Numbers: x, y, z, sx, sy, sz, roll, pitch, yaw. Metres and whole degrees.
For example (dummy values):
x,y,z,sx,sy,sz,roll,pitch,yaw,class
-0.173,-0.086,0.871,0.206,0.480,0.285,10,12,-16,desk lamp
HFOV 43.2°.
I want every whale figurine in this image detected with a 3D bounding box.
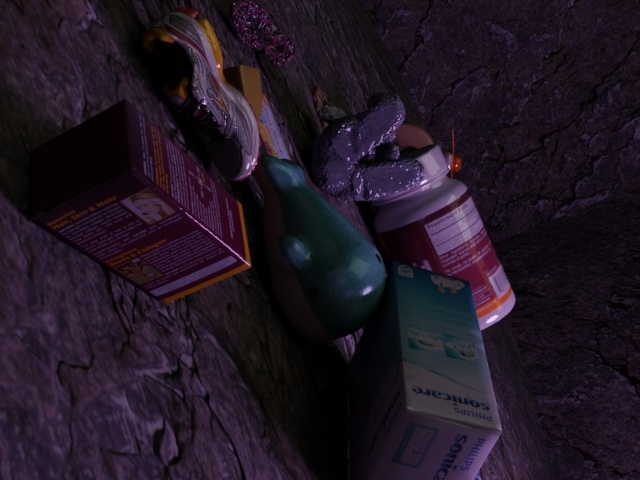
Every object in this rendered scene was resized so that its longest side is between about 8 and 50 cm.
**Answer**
x,y,z,sx,sy,sz,roll,pitch,yaw,class
0.000,0.000,1.122,0.272,0.141,0.216,71,17,6,whale figurine

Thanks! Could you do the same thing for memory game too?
x,y,z,sx,sy,sz,roll,pitch,yaw,class
0.029,-0.260,1.808,0.186,0.012,0.186,57,18,-31,memory game

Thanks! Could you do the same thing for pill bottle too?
x,y,z,sx,sy,sz,roll,pitch,yaw,class
0.251,0.004,1.777,0.392,0.224,0.224,64,16,-7,pill bottle

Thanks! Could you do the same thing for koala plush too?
x,y,z,sx,sy,sz,roll,pitch,yaw,class
0.058,-0.181,1.570,0.221,0.203,0.196,-129,-163,-66,koala plush

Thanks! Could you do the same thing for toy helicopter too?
x,y,z,sx,sy,sz,roll,pitch,yaw,class
0.252,-0.122,1.931,0.355,0.235,0.140,63,16,-14,toy helicopter

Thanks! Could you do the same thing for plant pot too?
x,y,z,sx,sy,sz,roll,pitch,yaw,class
-0.123,-0.188,1.110,0.081,0.081,0.083,-28,105,-74,plant pot

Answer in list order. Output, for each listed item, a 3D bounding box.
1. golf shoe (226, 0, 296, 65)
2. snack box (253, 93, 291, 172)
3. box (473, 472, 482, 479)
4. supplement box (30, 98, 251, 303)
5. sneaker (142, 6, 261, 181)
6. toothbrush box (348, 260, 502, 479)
x,y,z,sx,sy,sz,roll,pitch,yaw,class
-0.119,-0.376,1.426,0.086,0.067,0.186,45,5,29,golf shoe
-0.092,-0.162,1.242,0.141,0.037,0.100,69,15,5,snack box
0.265,0.399,1.604,0.109,0.042,0.178,36,35,-59,box
-0.157,-0.027,0.732,0.188,0.104,0.081,45,26,-52,supplement box
-0.155,-0.173,1.013,0.093,0.088,0.225,-44,111,-51,sneaker
0.125,0.206,1.083,0.296,0.126,0.216,-89,-165,-55,toothbrush box
